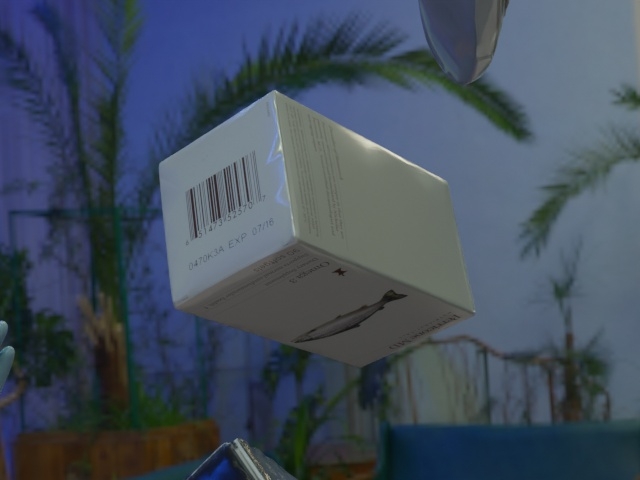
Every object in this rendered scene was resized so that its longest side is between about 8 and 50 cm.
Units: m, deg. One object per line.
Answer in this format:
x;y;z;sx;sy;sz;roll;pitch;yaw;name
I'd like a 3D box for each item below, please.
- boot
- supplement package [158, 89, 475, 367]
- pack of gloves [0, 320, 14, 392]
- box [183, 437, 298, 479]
0.159;-0.238;1.058;0.123;0.095;0.258;-30;-22;-14;boot
0.000;0.000;0.795;0.105;0.105;0.179;-29;-34;32;supplement package
-0.297;0.139;0.877;0.046;0.232;0.195;7;-17;31;pack of gloves
0.037;0.526;1.280;0.480;0.297;0.472;47;2;40;box
